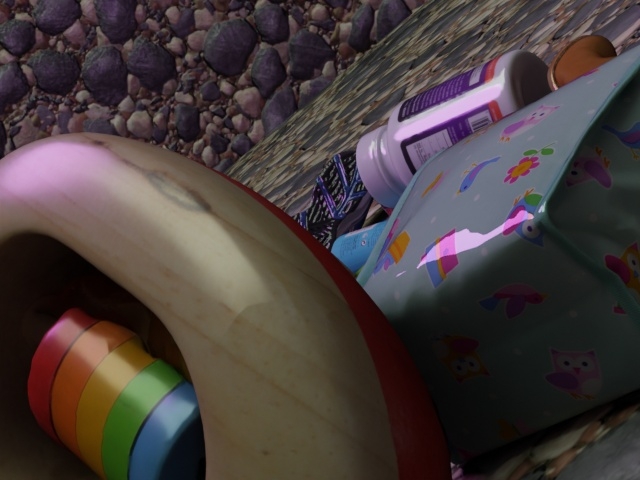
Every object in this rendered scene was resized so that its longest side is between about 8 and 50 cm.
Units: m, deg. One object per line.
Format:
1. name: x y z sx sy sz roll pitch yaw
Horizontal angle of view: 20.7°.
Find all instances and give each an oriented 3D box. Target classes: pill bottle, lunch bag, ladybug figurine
1. pill bottle: 0.132 -0.098 1.662 0.193 0.108 0.108 -22 18 36
2. lunch bag: 0.156 -0.013 1.094 0.223 0.160 0.262 -32 18 46
3. ladybug figurine: -0.073 0.101 1.036 0.162 0.449 0.305 -4 -62 -40

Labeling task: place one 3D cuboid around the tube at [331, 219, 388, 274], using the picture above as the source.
1. tube: 0.095 -0.008 1.665 0.207 0.052 0.080 -22 22 47

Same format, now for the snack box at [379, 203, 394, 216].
1. snack box: 0.112 -0.077 1.940 0.100 0.037 0.141 -40 9 11

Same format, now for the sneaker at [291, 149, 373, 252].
1. sneaker: 0.000 0.000 1.977 0.211 0.080 0.081 -50 -24 -14

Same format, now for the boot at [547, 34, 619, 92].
1. boot: 0.269 -0.143 1.519 0.152 0.073 0.197 -35 23 40

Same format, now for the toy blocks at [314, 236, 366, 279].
1. toy blocks: -0.101 0.165 1.343 0.381 0.191 0.261 -46 -1 -31
